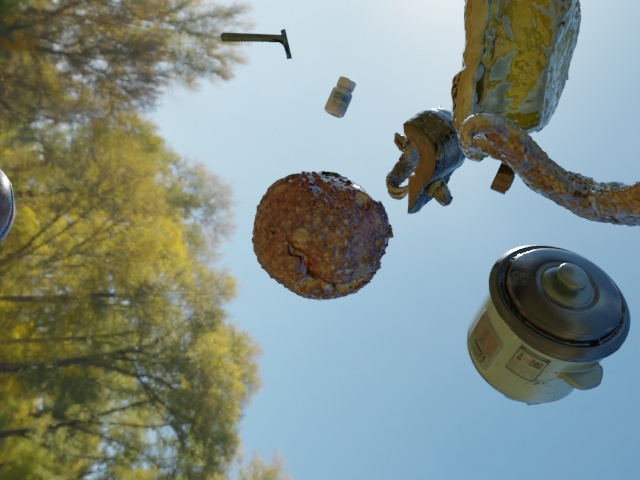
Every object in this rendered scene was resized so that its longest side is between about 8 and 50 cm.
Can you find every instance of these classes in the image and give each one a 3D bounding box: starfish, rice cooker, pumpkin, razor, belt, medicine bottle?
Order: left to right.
[{"bbox_3d":[-0.136,-0.427,1.318,0.190,0.033,0.066,15,-42,31],"label":"razor"},{"bbox_3d":[0.048,-0.339,1.469,0.052,0.052,0.089,23,-91,61],"label":"medicine bottle"},{"bbox_3d":[0.263,-0.253,1.773,0.312,0.113,0.303,-85,-160,-76],"label":"starfish"},{"bbox_3d":[0.280,-0.183,1.480,0.125,0.130,0.248,14,-57,43],"label":"pumpkin"},{"bbox_3d":[0.341,-0.122,1.139,0.083,0.036,0.059,-55,164,-43],"label":"belt"},{"bbox_3d":[0.432,0.159,1.202,0.316,0.264,0.317,176,-90,-77],"label":"rice cooker"},{"bbox_3d":[0.299,-0.064,0.636,0.375,0.326,0.095,23,-69,43],"label":"starfish"}]

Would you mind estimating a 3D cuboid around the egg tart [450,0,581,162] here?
[{"bbox_3d":[0.330,-0.312,1.045,0.168,0.387,0.388,15,-77,24],"label":"egg tart"}]

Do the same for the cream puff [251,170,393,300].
[{"bbox_3d":[0.000,0.001,1.035,0.164,0.239,0.240,-95,-159,-61],"label":"cream puff"}]

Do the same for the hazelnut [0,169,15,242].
[{"bbox_3d":[-0.298,-0.028,0.523,0.086,0.086,0.086,-9,-100,62],"label":"hazelnut"}]
